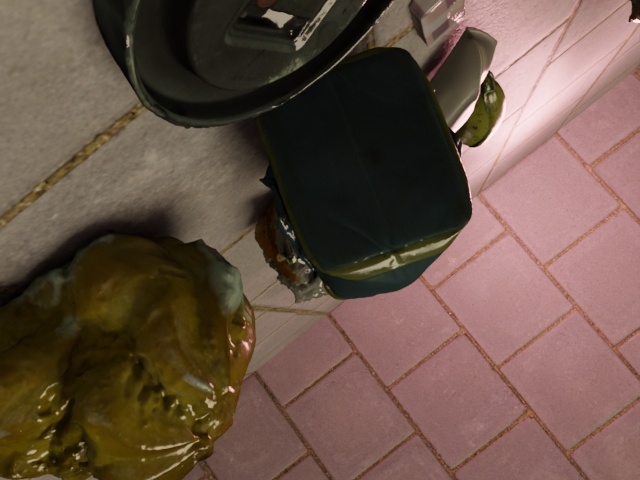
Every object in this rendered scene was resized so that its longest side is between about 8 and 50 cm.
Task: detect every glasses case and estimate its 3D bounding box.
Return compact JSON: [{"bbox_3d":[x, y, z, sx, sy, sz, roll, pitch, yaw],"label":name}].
[{"bbox_3d":[0.193,-0.208,0.955,0.128,0.083,0.308,-26,162,-44],"label":"glasses case"}]

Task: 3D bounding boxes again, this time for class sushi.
[{"bbox_3d":[0.000,0.000,0.963,0.274,0.184,0.139,-17,156,-40],"label":"sushi"}]

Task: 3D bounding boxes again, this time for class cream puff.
[{"bbox_3d":[-0.236,0.169,0.707,0.378,0.276,0.378,-36,171,-7],"label":"cream puff"}]

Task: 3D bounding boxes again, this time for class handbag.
[{"bbox_3d":[0.052,-0.066,0.699,0.222,0.263,0.241,-23,170,0],"label":"handbag"}]

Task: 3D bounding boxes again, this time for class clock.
[{"bbox_3d":[-0.034,-0.201,0.432,0.280,0.055,0.281,-36,168,-9],"label":"clock"}]

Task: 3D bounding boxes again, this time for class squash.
[{"bbox_3d":[0.343,-0.271,1.201,0.094,0.094,0.341,-38,168,-1],"label":"squash"}]

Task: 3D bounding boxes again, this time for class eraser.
[{"bbox_3d":[0.148,-0.288,0.715,0.065,0.026,0.105,-37,168,11],"label":"eraser"}]

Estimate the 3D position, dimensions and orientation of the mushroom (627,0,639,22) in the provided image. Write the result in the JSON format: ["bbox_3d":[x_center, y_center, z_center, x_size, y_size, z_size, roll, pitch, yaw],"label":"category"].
[{"bbox_3d":[0.742,-0.487,1.107,0.352,0.260,0.353,-21,118,-47],"label":"mushroom"}]
